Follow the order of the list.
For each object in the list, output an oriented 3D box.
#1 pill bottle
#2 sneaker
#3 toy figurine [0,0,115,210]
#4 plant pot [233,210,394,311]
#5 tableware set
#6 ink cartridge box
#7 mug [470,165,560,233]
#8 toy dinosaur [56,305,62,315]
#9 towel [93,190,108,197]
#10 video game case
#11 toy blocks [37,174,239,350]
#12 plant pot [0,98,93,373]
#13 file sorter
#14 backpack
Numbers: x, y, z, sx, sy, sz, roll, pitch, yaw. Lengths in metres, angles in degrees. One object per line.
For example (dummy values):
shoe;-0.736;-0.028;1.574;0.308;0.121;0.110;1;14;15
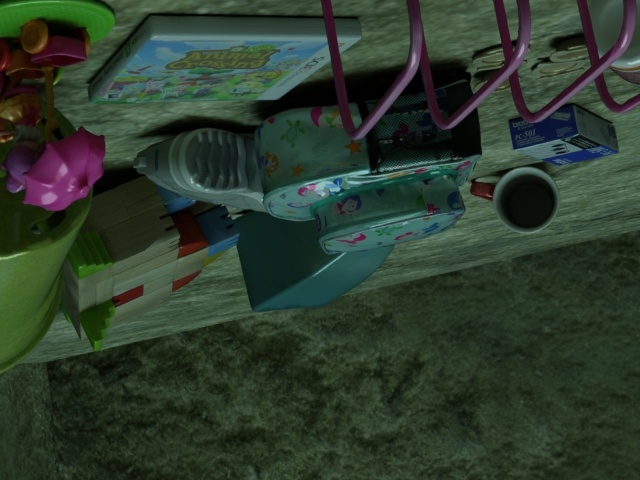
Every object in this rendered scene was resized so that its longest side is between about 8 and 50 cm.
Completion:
pill bottle;0.322;-0.202;1.202;0.086;0.086;0.152;-13;170;25
sneaker;-0.114;-0.093;1.504;0.115;0.105;0.281;3;173;34
toy figurine;-0.243;-0.101;1.008;0.173;0.159;0.130;-15;170;35
plant pot;0.000;0.000;1.984;0.166;0.165;0.234;-2;160;-42
tableware set;0.241;-0.199;1.363;0.141;0.020;0.168;-10;171;2
ink cartridge box;0.353;-0.149;1.727;0.097;0.046;0.207;-12;171;27
mug;0.352;-0.078;2.102;0.113;0.150;0.169;-48;169;8
toy dinosaur;-0.442;0.066;1.856;0.314;0.160;0.121;-7;-173;-25
towel;-0.321;-0.050;1.730;0.237;0.021;0.102;-1;168;-42
video game case;-0.096;-0.172;1.160;0.213;0.023;0.193;-5;170;-28
toy blocks;-0.239;0.007;1.685;0.261;0.190;0.381;-25;166;-18
plant pot;-0.353;-0.020;1.205;0.276;0.276;0.254;-4;159;-34
file sorter;0.155;-0.184;0.814;0.291;0.182;0.202;-7;171;-14
backpack;0.051;-0.085;1.398;0.254;0.191;0.225;-4;172;-2
